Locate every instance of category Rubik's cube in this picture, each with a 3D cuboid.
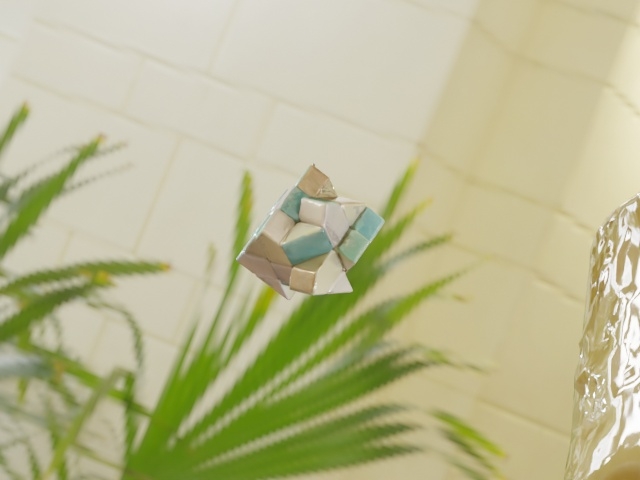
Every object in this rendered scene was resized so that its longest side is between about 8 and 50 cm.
[{"bbox_3d":[-0.002,0.002,1.099,0.073,0.075,0.084,39,-12,-6],"label":"Rubik's cube"}]

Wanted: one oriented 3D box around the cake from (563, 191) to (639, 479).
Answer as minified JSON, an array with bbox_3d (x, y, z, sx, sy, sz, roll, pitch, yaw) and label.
[{"bbox_3d":[0.283,0.012,0.779,0.332,0.321,0.332,13,-21,5],"label":"cake"}]
